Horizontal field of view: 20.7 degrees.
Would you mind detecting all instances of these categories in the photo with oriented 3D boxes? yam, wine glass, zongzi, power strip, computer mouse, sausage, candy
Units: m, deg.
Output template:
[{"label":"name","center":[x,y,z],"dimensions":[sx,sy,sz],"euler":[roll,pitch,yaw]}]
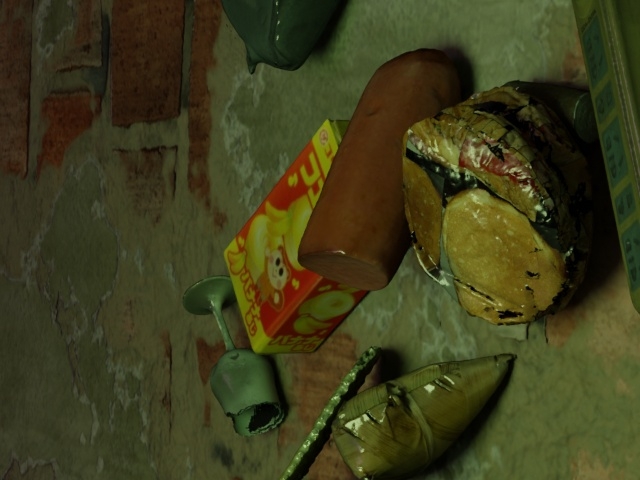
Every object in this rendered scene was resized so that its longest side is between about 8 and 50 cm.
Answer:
[{"label":"yam","center":[0.214,-0.122,1.652],"dimensions":[0.132,0.054,0.054],"euler":[15,102,56]},{"label":"wine glass","center":[-0.104,0.140,2.117],"dimensions":[0.079,0.079,0.195],"euler":[-58,42,39]},{"label":"zongzi","center":[0.108,0.177,1.791],"dimensions":[0.099,0.197,0.194],"euler":[61,176,10]},{"label":"power strip","center":[0.271,-0.123,1.528],"dimensions":[0.092,0.066,0.388],"euler":[109,154,-73]},{"label":"computer mouse","center":[-0.028,-0.361,1.984],"dimensions":[0.188,0.122,0.371],"euler":[47,134,51]},{"label":"sausage","center":[0.069,-0.078,1.770],"dimensions":[0.113,0.113,0.259],"euler":[-10,52,57]},{"label":"candy","center":[0.000,0.000,1.951],"dimensions":[0.276,0.088,0.146],"euler":[-52,46,43]}]

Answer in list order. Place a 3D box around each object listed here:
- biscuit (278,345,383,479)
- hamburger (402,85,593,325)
[{"label":"biscuit","center":[0.008,0.191,1.837],"dimensions":[0.203,0.016,0.144],"euler":[-57,-8,-8]},{"label":"hamburger","center":[0.168,-0.027,1.628],"dimensions":[0.231,0.107,0.231],"euler":[29,133,36]}]
